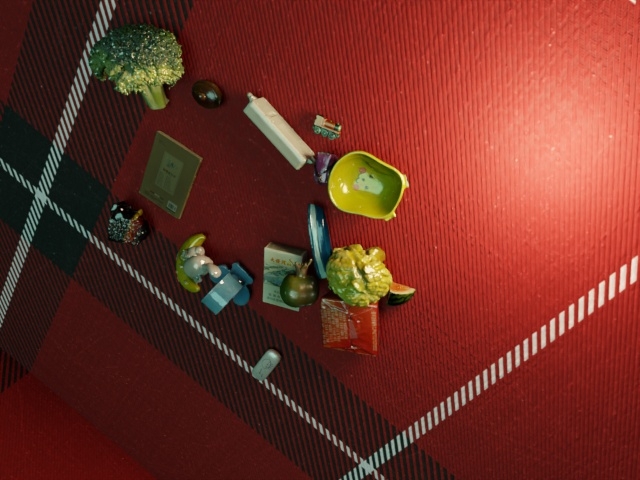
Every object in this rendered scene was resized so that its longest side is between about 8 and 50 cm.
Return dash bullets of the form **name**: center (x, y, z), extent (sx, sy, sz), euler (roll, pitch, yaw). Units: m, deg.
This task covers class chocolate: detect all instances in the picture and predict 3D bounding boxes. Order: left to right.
- **chocolate**: center (0.125, 0.322, 1.974), extent (0.234, 0.108, 0.238), euler (5, 113, 20)

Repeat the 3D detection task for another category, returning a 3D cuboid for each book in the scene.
- **book**: center (-0.621, -0.264, 2.049), extent (0.216, 0.021, 0.310), euler (33, 121, 5)

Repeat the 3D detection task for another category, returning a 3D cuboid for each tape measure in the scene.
- **tape measure**: center (0.021, -0.248, 1.742), extent (0.074, 0.125, 0.118), euler (14, 104, 21)

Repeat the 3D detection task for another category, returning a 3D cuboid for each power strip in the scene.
- **power strip**: center (-0.150, -0.387, 1.762), extent (0.338, 0.098, 0.058), euler (48, 124, -4)

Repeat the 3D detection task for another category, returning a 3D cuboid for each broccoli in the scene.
- **broccoli**: center (-0.669, -0.613, 1.777), extent (0.375, 0.249, 0.302), euler (3, 112, 14)

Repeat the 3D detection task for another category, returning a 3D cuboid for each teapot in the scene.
- **teapot**: center (-0.413, -0.527, 1.813), extent (0.129, 0.078, 0.098), euler (30, 121, 6)

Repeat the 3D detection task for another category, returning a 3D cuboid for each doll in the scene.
- **doll**: center (-0.522, 0.101, 2.092), extent (0.252, 0.111, 0.237), euler (-34, 57, 30)

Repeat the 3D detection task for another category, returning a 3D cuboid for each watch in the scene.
- **watch**: center (-0.397, 0.206, 2.075), extent (0.210, 0.193, 0.211), euler (9, 118, 17)

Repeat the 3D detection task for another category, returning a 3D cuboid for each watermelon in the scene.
- **watermelon**: center (0.278, 0.202, 1.888), extent (0.135, 0.125, 0.094), euler (-45, 62, 49)

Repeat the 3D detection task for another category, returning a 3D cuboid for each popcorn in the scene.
- **popcorn**: center (0.133, 0.111, 1.833), extent (0.236, 0.252, 0.206), euler (-15, 138, -9)

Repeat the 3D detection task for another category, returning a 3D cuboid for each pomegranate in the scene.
- **pomegranate**: center (-0.079, 0.159, 1.894), extent (0.151, 0.131, 0.191), euler (-6, 107, -13)

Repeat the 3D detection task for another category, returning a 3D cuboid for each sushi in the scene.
- **sushi**: center (-0.819, -0.061, 2.152), extent (0.150, 0.153, 0.172), euler (17, 97, -7)

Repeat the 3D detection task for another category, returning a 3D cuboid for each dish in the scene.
- **dish**: center (0.164, -0.197, 1.714), extent (0.262, 0.108, 0.221), euler (21, 116, 4)

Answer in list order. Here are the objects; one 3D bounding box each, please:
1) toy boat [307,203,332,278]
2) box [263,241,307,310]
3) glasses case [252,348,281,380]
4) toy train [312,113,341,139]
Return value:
- **toy boat**: center (0.000, 0.000, 1.884), extent (0.061, 0.096, 0.299), euler (-4, 112, 15)
- **box**: center (-0.144, 0.146, 2.020), extent (0.164, 0.069, 0.257), euler (13, 117, 16)
- **glasses case**: center (-0.246, 0.565, 2.263), extent (0.076, 0.049, 0.197), euler (38, 121, 2)
- **toy train**: center (0.025, -0.390, 1.726), extent (0.103, 0.044, 0.064), euler (24, 109, 10)
